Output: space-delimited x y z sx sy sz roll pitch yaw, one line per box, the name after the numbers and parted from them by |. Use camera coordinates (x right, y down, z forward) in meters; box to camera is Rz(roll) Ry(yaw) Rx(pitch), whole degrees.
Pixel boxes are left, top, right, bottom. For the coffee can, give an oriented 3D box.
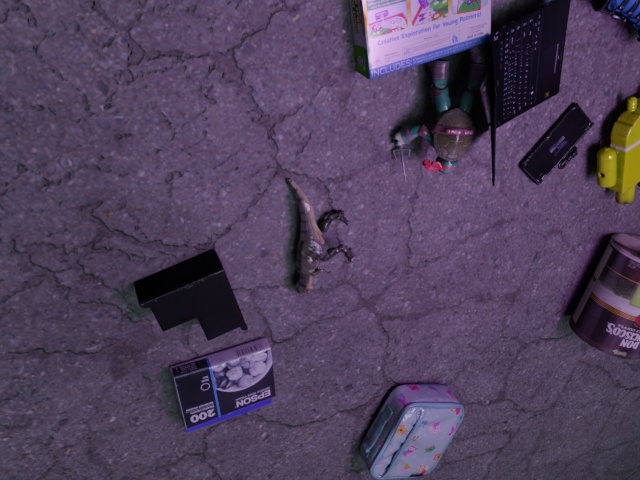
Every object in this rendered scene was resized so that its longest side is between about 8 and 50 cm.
0.817 0.145 1.532 0.202 0.201 0.275 0 118 -27 | coffee can

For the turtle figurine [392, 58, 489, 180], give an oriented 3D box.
0.239 -0.215 1.079 0.175 0.118 0.234 -4 115 -25 | turtle figurine

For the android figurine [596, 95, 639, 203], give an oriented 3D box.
0.743 -0.223 1.344 0.248 0.056 0.272 -32 128 -15 | android figurine

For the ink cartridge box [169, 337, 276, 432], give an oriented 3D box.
-0.200 0.322 1.228 0.207 0.045 0.208 -15 126 -18 | ink cartridge box

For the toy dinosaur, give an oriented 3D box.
0.000 0.000 1.122 0.118 0.064 0.268 -10 120 -14 | toy dinosaur

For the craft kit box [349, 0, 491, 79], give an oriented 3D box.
0.166 -0.421 0.948 0.250 0.061 0.246 -20 129 -15 | craft kit box

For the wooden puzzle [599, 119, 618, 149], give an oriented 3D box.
0.692 -0.221 1.362 0.079 0.014 0.116 -37 128 -2 | wooden puzzle

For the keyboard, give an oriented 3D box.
0.531 -0.207 1.285 0.108 0.023 0.180 35 101 -31 | keyboard

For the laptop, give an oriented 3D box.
0.388 -0.277 1.067 0.265 0.136 0.234 -29 142 -7 | laptop

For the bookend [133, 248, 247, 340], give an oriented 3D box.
-0.236 0.122 1.067 0.156 0.072 0.157 -24 128 -11 | bookend

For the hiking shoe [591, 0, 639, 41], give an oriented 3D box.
0.584 -0.469 1.107 0.132 0.113 0.304 -38 119 8 | hiking shoe

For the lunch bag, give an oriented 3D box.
0.235 0.511 1.522 0.224 0.108 0.279 9 114 -31 | lunch bag
